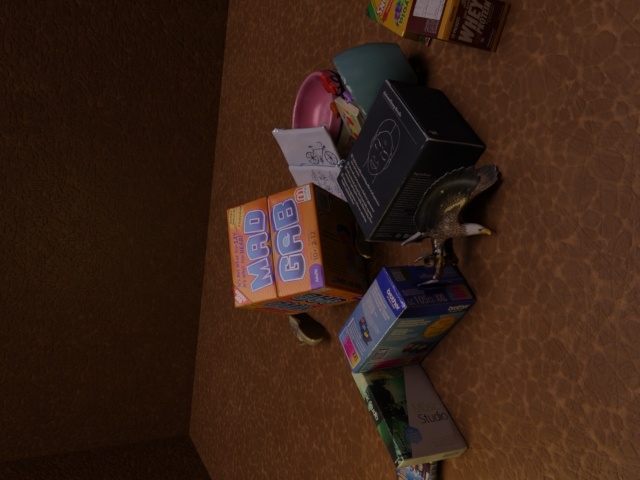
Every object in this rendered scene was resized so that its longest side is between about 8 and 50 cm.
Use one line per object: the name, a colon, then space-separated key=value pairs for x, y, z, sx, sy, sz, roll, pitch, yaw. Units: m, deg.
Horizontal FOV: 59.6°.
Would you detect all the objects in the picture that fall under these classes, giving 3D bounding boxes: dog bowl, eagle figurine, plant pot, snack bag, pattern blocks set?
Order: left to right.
snack bag: x=-0.022 y=-0.282 z=2.135 sx=0.323 sy=0.037 sz=0.343 roll=9 pitch=133 yaw=48
dog bowl: x=0.024 y=-0.481 z=2.199 sx=0.408 sy=0.150 sz=0.409 roll=-3 pitch=87 yaw=61
pattern blocks set: x=0.117 y=-0.402 z=1.903 sx=0.285 sy=0.026 sz=0.325 roll=48 pitch=174 yaw=32
plant pot: x=0.199 y=-0.519 z=1.804 sx=0.195 sy=0.290 sz=0.290 roll=-30 pitch=55 yaw=16
eagle figurine: x=0.357 y=-0.069 z=1.517 sx=0.226 sy=0.225 sz=0.299 roll=-124 pitch=37 yaw=-71

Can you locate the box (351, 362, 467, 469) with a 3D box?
box: x=0.256 y=0.494 z=1.644 sx=0.322 sy=0.232 sz=0.059 roll=61 pitch=138 yaw=42

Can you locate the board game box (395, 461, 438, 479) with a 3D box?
board game box: x=0.297 y=0.712 z=1.736 sx=0.194 sy=0.060 sz=0.194 roll=9 pitch=97 yaw=61

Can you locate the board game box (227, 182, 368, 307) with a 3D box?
board game box: x=-0.075 y=0.050 z=2.005 sx=0.356 sy=0.356 sz=0.357 roll=-15 pitch=72 yaw=25

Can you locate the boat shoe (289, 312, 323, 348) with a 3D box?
boat shoe: x=-0.059 y=0.387 z=2.369 sx=0.285 sy=0.104 sz=0.090 roll=-142 pitch=54 yaw=-68

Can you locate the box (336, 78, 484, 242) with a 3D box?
box: x=0.253 y=-0.232 z=1.706 sx=0.396 sy=0.211 sz=0.294 roll=-62 pitch=38 yaw=40

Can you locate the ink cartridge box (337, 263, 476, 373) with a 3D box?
ink cartridge box: x=0.255 y=0.207 z=1.620 sx=0.151 sy=0.269 sz=0.396 roll=62 pitch=140 yaw=36

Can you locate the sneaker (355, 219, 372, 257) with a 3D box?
sneaker: x=0.164 y=-0.017 z=2.016 sx=0.064 sy=0.061 sz=0.158 roll=-30 pitch=63 yaw=50

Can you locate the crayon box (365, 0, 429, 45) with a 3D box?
crayon box: x=0.278 y=-0.786 z=1.823 sx=0.319 sy=0.081 sz=0.202 roll=55 pitch=134 yaw=47

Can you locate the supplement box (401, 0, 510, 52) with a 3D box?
supplement box: x=0.367 y=-0.613 z=1.537 sx=0.194 sy=0.191 sz=0.129 roll=45 pitch=127 yaw=53
